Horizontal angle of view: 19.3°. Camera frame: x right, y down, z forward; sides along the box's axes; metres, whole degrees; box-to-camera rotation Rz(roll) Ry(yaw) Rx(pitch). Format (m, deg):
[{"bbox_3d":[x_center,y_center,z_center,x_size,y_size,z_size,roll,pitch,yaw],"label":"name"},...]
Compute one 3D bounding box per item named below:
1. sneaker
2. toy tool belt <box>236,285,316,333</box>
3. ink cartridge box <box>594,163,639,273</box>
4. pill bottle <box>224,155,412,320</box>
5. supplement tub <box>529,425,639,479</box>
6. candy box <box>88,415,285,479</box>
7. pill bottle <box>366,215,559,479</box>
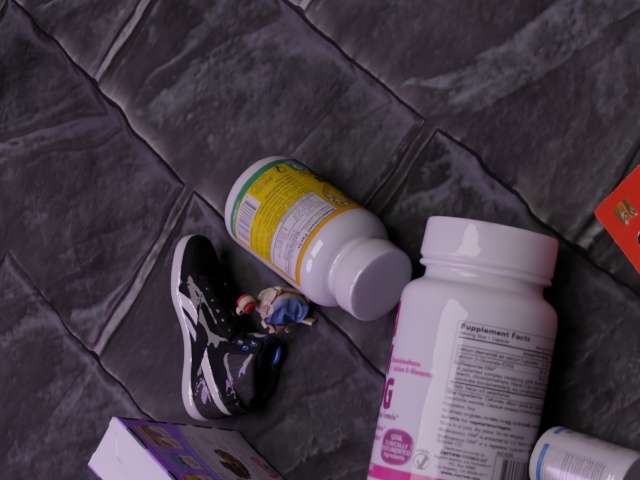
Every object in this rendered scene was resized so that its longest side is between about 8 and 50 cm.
[{"bbox_3d":[-0.098,0.094,2.149,0.121,0.079,0.217,-10,82,35],"label":"sneaker"},{"bbox_3d":[-0.047,0.079,2.099,0.051,0.083,0.052,52,130,36],"label":"toy tool belt"},{"bbox_3d":[0.375,-0.047,1.788,0.232,0.066,0.189,-45,56,19],"label":"ink cartridge box"},{"bbox_3d":[0.000,0.000,2.052,0.208,0.117,0.117,36,104,40],"label":"pill bottle"},{"bbox_3d":[0.261,0.225,1.812,0.107,0.071,0.071,16,91,42],"label":"supplement tub"},{"bbox_3d":[-0.126,0.271,2.046,0.165,0.196,0.070,41,107,39],"label":"candy box"},{"bbox_3d":[0.147,0.126,1.872,0.160,0.160,0.283,7,85,41],"label":"pill bottle"}]
